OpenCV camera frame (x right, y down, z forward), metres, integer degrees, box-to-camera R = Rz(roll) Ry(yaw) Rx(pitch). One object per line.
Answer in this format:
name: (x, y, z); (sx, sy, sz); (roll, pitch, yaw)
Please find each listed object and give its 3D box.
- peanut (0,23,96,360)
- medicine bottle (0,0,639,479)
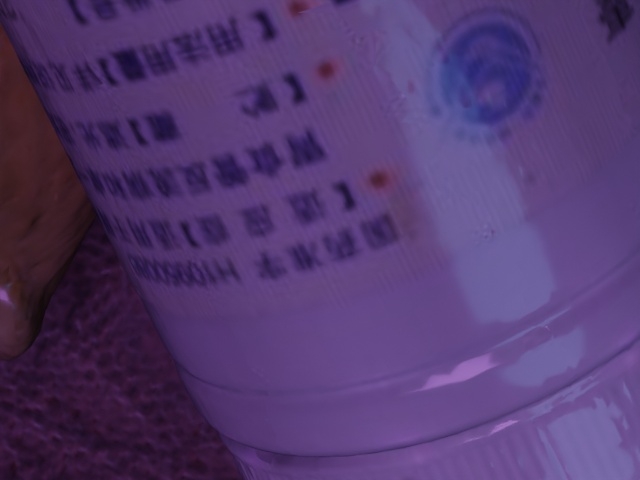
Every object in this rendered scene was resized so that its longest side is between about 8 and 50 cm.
peanut: (-0.167, -0.111, 0.689); (0.174, 0.158, 0.340); (-19, 100, 26)
medicine bottle: (0.012, -0.055, 0.616); (0.190, 0.190, 0.332); (-20, 113, 10)
